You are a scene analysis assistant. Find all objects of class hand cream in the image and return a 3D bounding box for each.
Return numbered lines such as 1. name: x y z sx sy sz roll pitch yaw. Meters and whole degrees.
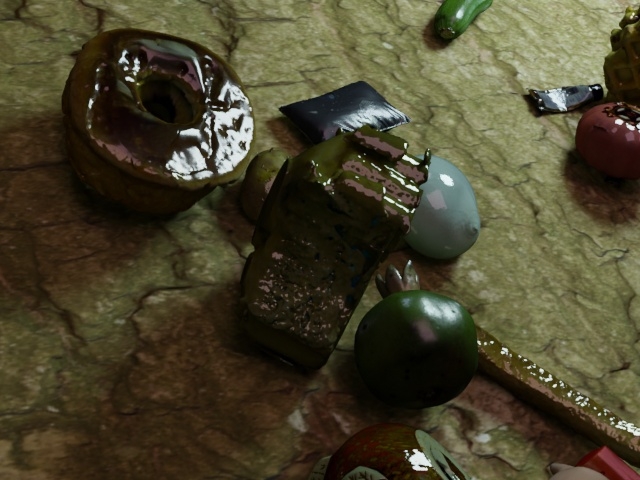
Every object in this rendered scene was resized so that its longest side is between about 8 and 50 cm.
1. hand cream: 0.491 -0.288 2.102 0.163 0.039 0.062 -9 59 -20

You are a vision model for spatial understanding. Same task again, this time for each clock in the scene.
1. clock: 0.433 0.372 1.510 0.155 0.113 0.061 43 70 15

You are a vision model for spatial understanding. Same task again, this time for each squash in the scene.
1. squash: 0.294 -0.477 2.151 0.077 0.068 0.219 27 47 22

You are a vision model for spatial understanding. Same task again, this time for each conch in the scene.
1. conch: 0.200 -0.067 1.775 0.185 0.121 0.221 31 36 -36

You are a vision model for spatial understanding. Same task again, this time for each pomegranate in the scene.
1. pomegranate: 0.135 0.134 1.537 0.187 0.187 0.225 3 51 -19

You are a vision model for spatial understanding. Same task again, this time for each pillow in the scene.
1. pillow: 0.045 -0.221 1.867 0.208 0.055 0.141 -25 57 -35

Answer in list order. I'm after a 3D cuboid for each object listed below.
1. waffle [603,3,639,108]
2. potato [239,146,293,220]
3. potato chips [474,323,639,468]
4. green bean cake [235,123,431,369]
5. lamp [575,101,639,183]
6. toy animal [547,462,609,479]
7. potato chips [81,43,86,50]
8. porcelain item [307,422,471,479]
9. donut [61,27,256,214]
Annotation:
1. waffle: 0.709 -0.320 2.059 0.324 0.261 0.151 31 41 1
2. potato: -0.080 -0.092 1.703 0.092 0.070 0.137 18 49 -5
3. potato chips: 0.348 0.230 1.610 0.407 0.080 0.057 32 63 9
4. green bean cake: 0.000 0.000 1.503 0.202 0.310 0.285 28 47 -1
5. lamp: 0.569 -0.181 1.986 0.182 0.140 0.182 8 34 -6
6. toy animal: 0.312 0.406 1.404 0.250 0.154 0.166 -30 113 -34
7. potato chips: -0.358 -0.257 1.758 0.037 0.026 0.204 -10 58 -22
8. porcelain item: 0.089 0.369 1.336 0.253 0.253 0.252 11 51 -13
9. donut: -0.264 -0.184 1.646 0.330 0.160 0.330 22 47 -26
